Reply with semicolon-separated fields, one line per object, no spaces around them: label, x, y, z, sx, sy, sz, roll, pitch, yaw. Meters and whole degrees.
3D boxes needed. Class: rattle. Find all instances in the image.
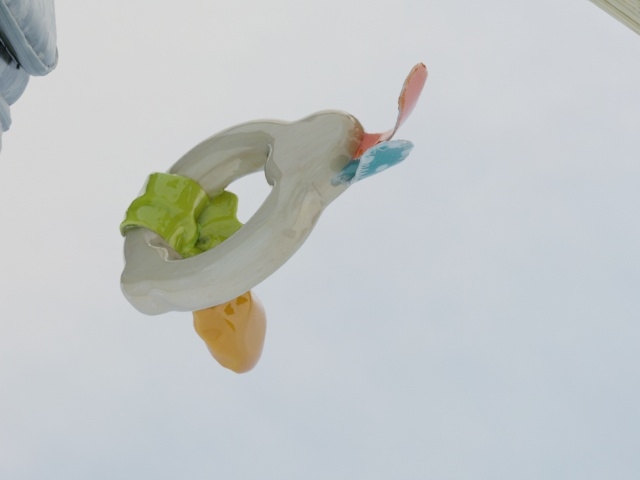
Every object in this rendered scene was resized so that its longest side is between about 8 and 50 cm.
rattle;0.000;0.000;0.981;0.199;0.143;0.130;-25;-160;17

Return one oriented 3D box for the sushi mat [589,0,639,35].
sushi mat;0.165;-0.221;1.185;0.019;0.151;0.316;-30;-138;-11

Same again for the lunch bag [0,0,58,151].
lunch bag;-0.261;-0.150;1.014;0.212;0.305;0.256;16;-99;2
